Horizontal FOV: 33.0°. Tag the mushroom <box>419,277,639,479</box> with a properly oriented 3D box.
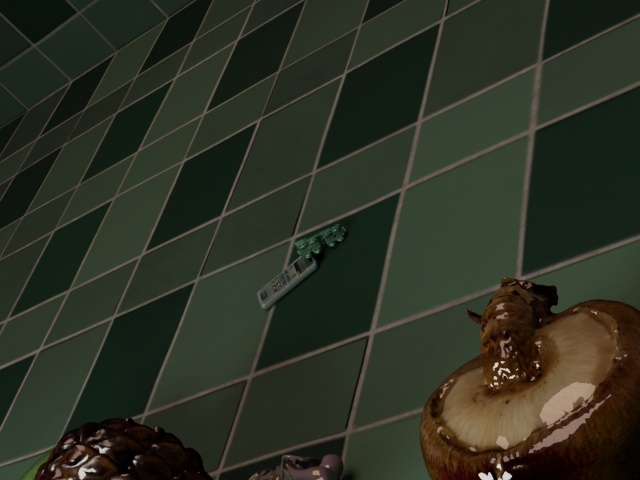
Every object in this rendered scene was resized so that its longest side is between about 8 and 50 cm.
[{"bbox_3d":[0.239,0.178,1.157,0.297,0.163,0.278,-27,41,31],"label":"mushroom"}]

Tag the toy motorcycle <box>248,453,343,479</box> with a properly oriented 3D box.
[{"bbox_3d":[-0.025,0.339,1.377,0.152,0.073,0.225,-40,27,3],"label":"toy motorcycle"}]

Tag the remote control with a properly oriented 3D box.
[{"bbox_3d":[-0.056,0.068,1.844,0.124,0.018,0.053,-39,30,10],"label":"remote control"}]

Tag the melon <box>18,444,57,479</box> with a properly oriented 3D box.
[{"bbox_3d":[-0.376,0.406,1.636,0.287,0.182,0.182,-51,28,-9],"label":"melon"}]

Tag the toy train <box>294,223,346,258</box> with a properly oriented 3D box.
[{"bbox_3d":[0.000,0.000,1.835,0.092,0.029,0.045,-28,22,-7],"label":"toy train"}]

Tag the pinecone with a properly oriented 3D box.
[{"bbox_3d":[-0.253,0.376,1.437,0.242,0.298,0.296,-8,21,-24],"label":"pinecone"}]
